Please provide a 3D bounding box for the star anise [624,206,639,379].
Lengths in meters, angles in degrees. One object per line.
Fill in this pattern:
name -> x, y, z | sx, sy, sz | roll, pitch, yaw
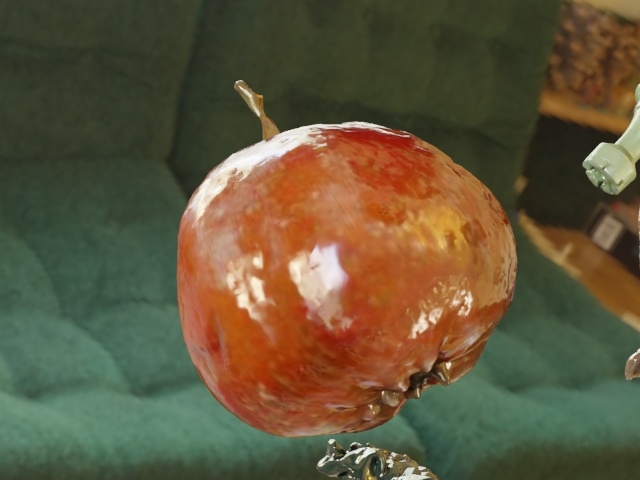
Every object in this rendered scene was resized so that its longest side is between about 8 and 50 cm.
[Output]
star anise -> 0.377, 0.041, 1.569 | 0.148, 0.227, 0.218 | -9, 16, 33

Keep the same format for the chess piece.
chess piece -> 0.276, -0.088, 1.296 | 0.067, 0.103, 0.067 | 43, -13, 12

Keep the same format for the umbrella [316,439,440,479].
umbrella -> 0.099, 0.246, 1.095 | 0.143, 0.094, 0.349 | 37, -1, -25

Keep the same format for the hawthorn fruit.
hawthorn fruit -> 0.000, 0.000, 1.064 | 0.242, 0.242, 0.271 | -5, 55, -54
